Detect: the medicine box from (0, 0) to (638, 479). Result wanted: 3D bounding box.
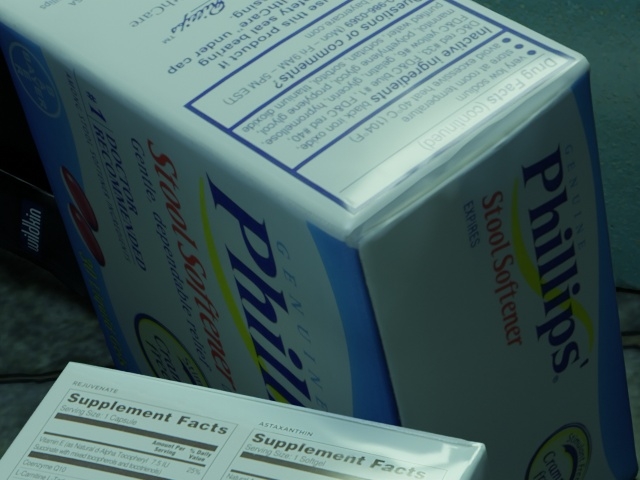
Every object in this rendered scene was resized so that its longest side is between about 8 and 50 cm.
[{"bbox_3d":[0.000,0.000,0.994,0.149,0.263,0.289,-34,43,-22],"label":"medicine box"}]

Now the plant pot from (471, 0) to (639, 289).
[{"bbox_3d":[0.195,-0.145,1.121,0.247,0.252,0.247,7,43,22],"label":"plant pot"}]

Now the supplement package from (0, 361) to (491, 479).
[{"bbox_3d":[-0.057,0.221,0.799,0.198,0.199,0.263,9,44,24],"label":"supplement package"}]

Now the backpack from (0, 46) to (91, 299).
[{"bbox_3d":[-0.169,-0.131,1.214,0.263,0.277,0.213,6,38,32],"label":"backpack"}]
